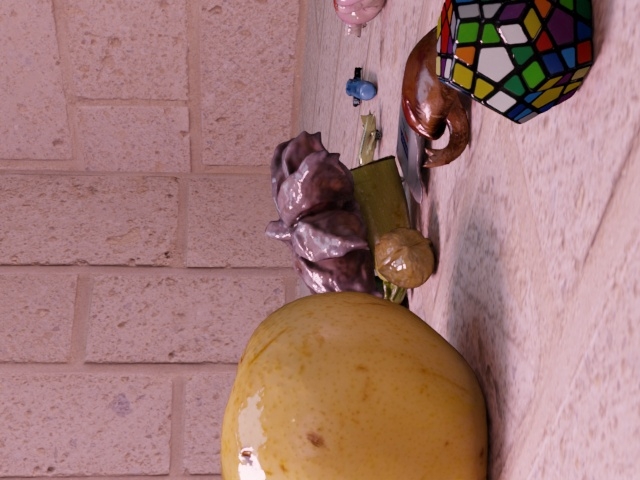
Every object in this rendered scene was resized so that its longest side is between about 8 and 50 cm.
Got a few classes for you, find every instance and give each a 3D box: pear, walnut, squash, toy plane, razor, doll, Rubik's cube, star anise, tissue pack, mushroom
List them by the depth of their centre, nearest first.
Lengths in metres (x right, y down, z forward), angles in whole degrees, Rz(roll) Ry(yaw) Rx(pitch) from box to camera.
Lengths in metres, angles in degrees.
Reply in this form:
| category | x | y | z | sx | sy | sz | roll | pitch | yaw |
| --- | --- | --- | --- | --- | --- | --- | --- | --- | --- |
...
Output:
| category | x | y | z | sx | sy | sz | roll | pitch | yaw |
| --- | --- | --- | --- | --- | --- | --- | --- | --- | --- |
| Rubik's cube | 0.152 | -0.158 | 0.878 | 0.112 | 0.133 | 0.133 | -62 | 10 | 8 |
| pear | 0.035 | 0.206 | 1.221 | 0.309 | 0.309 | 0.310 | -179 | 90 | -85 |
| mushroom | 0.133 | -0.167 | 1.282 | 0.135 | 0.080 | 0.171 | 69 | -157 | -77 |
| walnut | 0.113 | 0.023 | 1.474 | 0.092 | 0.092 | 0.092 | -179 | 90 | -85 |
| star anise | 0.000 | 0.000 | 1.561 | 0.316 | 0.139 | 0.360 | 75 | 172 | -58 |
| tissue pack | 0.130 | -0.148 | 1.586 | 0.193 | 0.026 | 0.123 | -96 | 7 | -63 |
| squash | 0.091 | -0.007 | 1.636 | 0.094 | 0.094 | 0.224 | 163 | 94 | -85 |
| doll | 0.071 | -0.443 | 1.915 | 0.192 | 0.095 | 0.149 | 115 | 161 | -82 |
| toy plane | 0.088 | -0.178 | 1.984 | 0.102 | 0.040 | 0.111 | -104 | 15 | -77 |
| razor | 0.074 | -0.292 | 2.147 | 0.253 | 0.042 | 0.082 | -119 | 31 | -78 |

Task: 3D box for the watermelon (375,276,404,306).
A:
| category | x | y | z | sx | sy | sz | roll | pitch | yaw |
| --- | --- | --- | --- | --- | --- | --- | --- | --- | --- |
| watermelon | 0.038 | 0.216 | 1.772 | 0.331 | 0.189 | 0.331 | 175 | 90 | -86 |

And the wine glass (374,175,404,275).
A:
| category | x | y | z | sx | sy | sz | roll | pitch | yaw |
| --- | --- | --- | --- | --- | --- | --- | --- | --- | --- |
| wine glass | 0.097 | -0.024 | 1.737 | 0.073 | 0.073 | 0.155 | -109 | 24 | -75 |
